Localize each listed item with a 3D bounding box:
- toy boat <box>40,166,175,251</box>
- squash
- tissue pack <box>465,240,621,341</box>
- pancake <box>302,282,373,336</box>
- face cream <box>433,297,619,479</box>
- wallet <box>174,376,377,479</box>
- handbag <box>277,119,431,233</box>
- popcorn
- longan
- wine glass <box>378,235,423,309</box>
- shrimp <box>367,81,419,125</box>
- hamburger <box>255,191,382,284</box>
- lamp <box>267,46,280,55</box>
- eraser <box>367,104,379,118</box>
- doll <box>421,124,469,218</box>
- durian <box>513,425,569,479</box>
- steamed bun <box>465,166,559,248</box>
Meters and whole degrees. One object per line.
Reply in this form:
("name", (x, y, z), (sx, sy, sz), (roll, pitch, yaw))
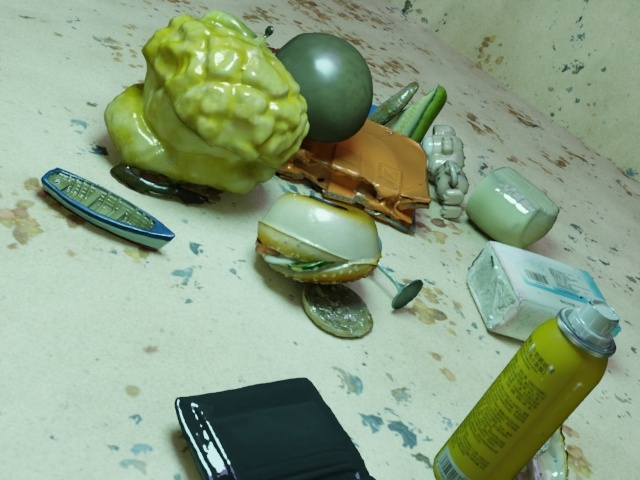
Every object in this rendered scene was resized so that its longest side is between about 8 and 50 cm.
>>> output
("toy boat", (-0.341, -0.046, 1.211), (0.228, 0.046, 0.080), (28, 28, -2))
("squash", (0.241, -0.319, 1.939), (0.093, 0.252, 0.169), (13, 33, -29))
("tissue pack", (0.455, 0.125, 1.552), (0.271, 0.124, 0.201), (18, 30, -21))
("pancake", (0.028, 0.116, 1.298), (0.139, 0.022, 0.139), (21, 30, -13))
("face cream", (0.281, 0.217, 1.018), (0.105, 0.349, 0.105), (21, 29, -13))
("wallet", (-0.030, 0.308, 0.921), (0.247, 0.041, 0.323), (-1, 44, -41))
("handbag", (0.053, -0.191, 1.725), (0.410, 0.116, 0.303), (23, 32, -9))
("popcorn", (-0.213, -0.226, 1.373), (0.349, 0.381, 0.349), (44, -10, 10))
("longan", (0.004, -0.314, 1.562), (0.248, 0.248, 0.248), (21, 30, -13))
("wine glass", (0.102, 0.039, 1.429), (0.079, 0.079, 0.195), (-9, 47, -48))
("shrimp", (0.164, -0.332, 1.933), (0.047, 0.223, 0.126), (48, 21, -12))
("hamburger", (-0.002, -0.001, 1.317), (0.236, 0.147, 0.237), (16, 8, -2))
("lamp", (-0.130, -0.480, 2.044), (0.101, 0.090, 0.101), (36, -4, 3))
("eraser", (0.125, -0.340, 2.090), (0.311, 0.043, 0.144), (13, 33, -26))
("doll", (0.315, -0.177, 1.893), (0.119, 0.154, 0.278), (-1, 34, 0))
("durian", (0.309, 0.348, 1.112), (0.140, 0.078, 0.224), (63, 36, -25))
("steamed bun", (0.468, -0.070, 1.843), (0.200, 0.155, 0.250), (44, 26, 20))
